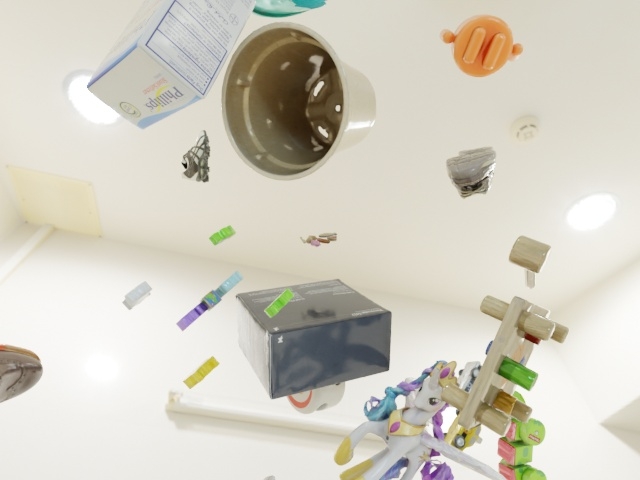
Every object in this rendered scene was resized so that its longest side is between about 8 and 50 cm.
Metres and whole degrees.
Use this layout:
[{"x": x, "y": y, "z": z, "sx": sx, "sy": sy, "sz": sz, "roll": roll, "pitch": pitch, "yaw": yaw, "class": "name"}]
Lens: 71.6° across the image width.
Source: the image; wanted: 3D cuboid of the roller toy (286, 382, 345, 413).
[{"x": -0.027, "y": 0.453, "z": 1.438, "sx": 0.146, "sy": 0.191, "sz": 0.209, "roll": 2, "pitch": -78, "yaw": -41, "class": "roller toy"}]

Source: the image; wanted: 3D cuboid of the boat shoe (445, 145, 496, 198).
[{"x": 0.449, "y": -0.190, "z": 1.278, "sx": 0.132, "sy": 0.355, "sz": 0.130, "roll": -4, "pitch": -75, "yaw": 29, "class": "boat shoe"}]

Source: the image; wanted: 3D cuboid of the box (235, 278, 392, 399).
[{"x": -0.030, "y": 0.252, "z": 1.238, "sx": 0.343, "sy": 0.312, "sz": 0.178, "roll": -6, "pitch": -77, "yaw": -23, "class": "box"}]

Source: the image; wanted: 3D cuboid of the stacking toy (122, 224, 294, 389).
[{"x": -0.172, "y": 0.095, "z": 0.704, "sx": 0.167, "sy": 0.221, "sz": 0.052, "roll": 50, "pitch": -33, "yaw": -1, "class": "stacking toy"}]

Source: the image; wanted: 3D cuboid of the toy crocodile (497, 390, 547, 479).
[{"x": 0.520, "y": 0.567, "z": 1.183, "sx": 0.105, "sy": 0.115, "sz": 0.340, "roll": -1, "pitch": -92, "yaw": -19, "class": "toy crocodile"}]

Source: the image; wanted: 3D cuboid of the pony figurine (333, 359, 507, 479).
[{"x": 0.212, "y": 0.443, "z": 0.975, "sx": 0.363, "sy": 0.303, "sz": 0.351, "roll": -45, "pitch": -48, "yaw": -2, "class": "pony figurine"}]

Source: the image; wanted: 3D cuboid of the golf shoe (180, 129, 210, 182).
[{"x": -0.403, "y": -0.277, "z": 1.428, "sx": 0.094, "sy": 0.198, "sz": 0.077, "roll": -2, "pitch": -30, "yaw": -5, "class": "golf shoe"}]

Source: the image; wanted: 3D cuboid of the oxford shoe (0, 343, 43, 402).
[{"x": -0.408, "y": 0.184, "z": 0.494, "sx": 0.098, "sy": 0.271, "sz": 0.096, "roll": 26, "pitch": -89, "yaw": 10, "class": "oxford shoe"}]

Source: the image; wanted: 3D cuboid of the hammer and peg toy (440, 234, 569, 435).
[{"x": 0.392, "y": 0.190, "z": 0.866, "sx": 0.266, "sy": 0.127, "sz": 0.361, "roll": 21, "pitch": -86, "yaw": -52, "class": "hammer and peg toy"}]

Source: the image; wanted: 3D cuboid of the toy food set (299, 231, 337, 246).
[{"x": 0.000, "y": 0.000, "z": 1.393, "sx": 0.122, "sy": 0.078, "sz": 0.019, "roll": -6, "pitch": -69, "yaw": -14, "class": "toy food set"}]

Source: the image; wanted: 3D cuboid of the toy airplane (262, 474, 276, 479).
[{"x": -0.057, "y": 0.672, "z": 0.887, "sx": 0.386, "sy": 0.272, "sz": 0.384, "roll": 25, "pitch": -87, "yaw": 28, "class": "toy airplane"}]

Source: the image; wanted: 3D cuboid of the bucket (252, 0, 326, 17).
[{"x": -0.107, "y": -0.716, "z": 1.130, "sx": 0.183, "sy": 0.281, "sz": 0.281, "roll": 10, "pitch": -44, "yaw": 44, "class": "bucket"}]

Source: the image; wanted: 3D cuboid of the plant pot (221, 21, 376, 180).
[{"x": -0.017, "y": -0.329, "z": 1.098, "sx": 0.334, "sy": 0.305, "sz": 0.333, "roll": 8, "pitch": -74, "yaw": 28, "class": "plant pot"}]

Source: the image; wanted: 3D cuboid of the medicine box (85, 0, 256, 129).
[{"x": -0.313, "y": -0.411, "z": 0.931, "sx": 0.264, "sy": 0.289, "sz": 0.149, "roll": -5, "pitch": -33, "yaw": 44, "class": "medicine box"}]

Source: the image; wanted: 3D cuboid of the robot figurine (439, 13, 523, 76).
[{"x": 0.365, "y": -0.444, "z": 1.010, "sx": 0.158, "sy": 0.219, "sz": 0.128, "roll": -16, "pitch": -67, "yaw": 21, "class": "robot figurine"}]

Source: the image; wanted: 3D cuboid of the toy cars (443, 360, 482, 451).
[{"x": 0.485, "y": 0.556, "z": 1.461, "sx": 0.087, "sy": 0.393, "sz": 0.176, "roll": 39, "pitch": -61, "yaw": 2, "class": "toy cars"}]
